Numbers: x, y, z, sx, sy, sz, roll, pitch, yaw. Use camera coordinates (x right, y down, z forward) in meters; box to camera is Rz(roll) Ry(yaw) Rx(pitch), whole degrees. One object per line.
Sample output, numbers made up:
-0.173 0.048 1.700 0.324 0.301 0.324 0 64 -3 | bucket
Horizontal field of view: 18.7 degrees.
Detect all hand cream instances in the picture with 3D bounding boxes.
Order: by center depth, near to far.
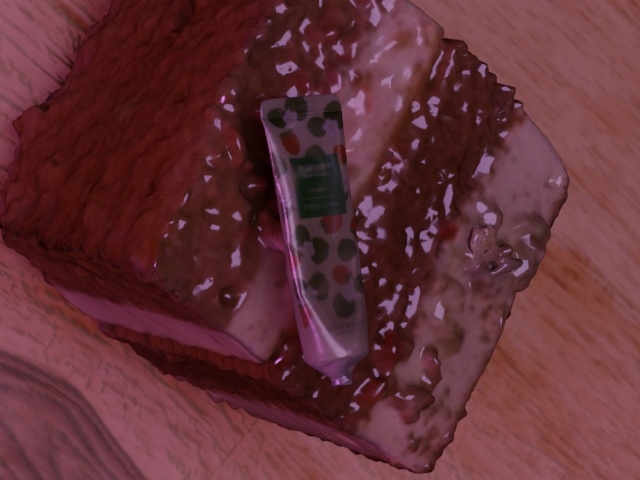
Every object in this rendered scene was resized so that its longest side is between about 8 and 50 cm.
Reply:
0.000 0.000 1.094 0.057 0.037 0.165 -8 90 -38 | hand cream

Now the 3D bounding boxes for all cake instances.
-0.020 -0.028 1.258 0.290 0.282 0.255 35 77 -29 | cake
